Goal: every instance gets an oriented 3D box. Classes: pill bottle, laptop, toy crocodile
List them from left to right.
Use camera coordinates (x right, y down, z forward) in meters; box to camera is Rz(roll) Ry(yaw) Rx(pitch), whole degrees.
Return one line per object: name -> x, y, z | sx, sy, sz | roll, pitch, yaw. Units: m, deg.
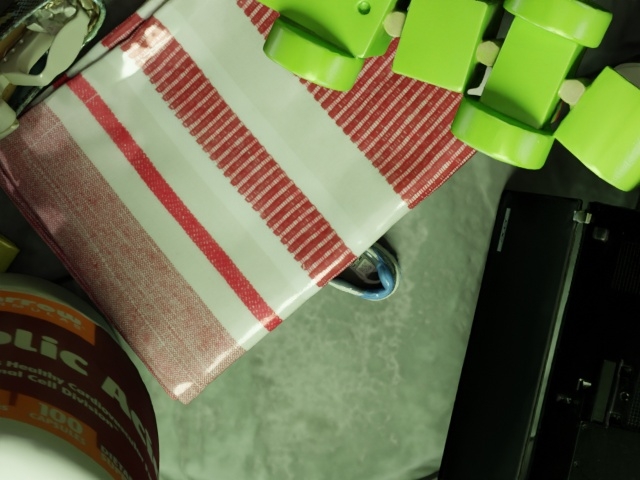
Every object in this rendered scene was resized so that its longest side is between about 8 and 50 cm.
pill bottle -> -0.211, 0.157, 1.060 | 0.224, 0.392, 0.224 | -2, 104, -7
toy crocodile -> 0.075, -0.137, 1.100 | 0.340, 0.105, 0.115 | 25, 104, 11
laptop -> 0.200, 0.098, 1.124 | 0.264, 0.136, 0.234 | 13, 92, 23

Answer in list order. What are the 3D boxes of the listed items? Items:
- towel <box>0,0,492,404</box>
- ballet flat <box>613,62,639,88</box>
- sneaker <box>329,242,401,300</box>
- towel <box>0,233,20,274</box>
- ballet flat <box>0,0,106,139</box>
towel -> -0.050, -0.078, 1.176 | 0.329, 0.037, 0.237 | -41, 84, 6
ballet flat -> 0.294, -0.159, 1.153 | 0.182, 0.164, 0.483 | 14, 96, 19
sneaker -> 0.000, 0.000, 1.210 | 0.135, 0.058, 0.052 | 29, 99, -5
towel -> -0.328, 0.071, 1.241 | 0.102, 0.021, 0.237 | 35, 97, -12
ballet flat -> -0.217, -0.110, 1.158 | 0.070, 0.070, 0.188 | 38, 84, -7
